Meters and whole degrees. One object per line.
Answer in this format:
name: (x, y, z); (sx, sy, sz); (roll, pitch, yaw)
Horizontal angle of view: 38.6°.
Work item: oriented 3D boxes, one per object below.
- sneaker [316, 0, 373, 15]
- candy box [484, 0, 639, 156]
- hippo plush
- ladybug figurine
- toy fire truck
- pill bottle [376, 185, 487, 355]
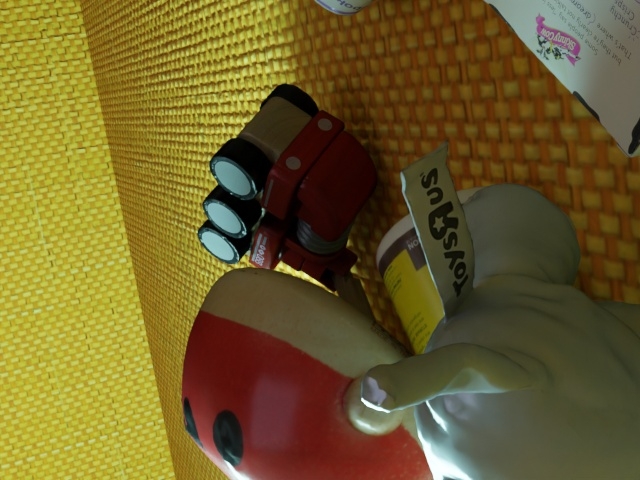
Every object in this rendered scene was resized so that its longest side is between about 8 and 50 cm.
sneaker: (-0.012, -0.325, 0.767); (0.161, 0.102, 0.282); (-33, 72, 62)
candy box: (0.171, -0.170, 0.466); (0.196, 0.070, 0.164); (101, 148, -46)
hippo plush: (0.173, 0.068, 0.435); (0.294, 0.237, 0.234); (75, -158, -44)
ladybug figurine: (-0.014, 0.170, 0.844); (0.305, 0.162, 0.449); (43, 164, 4)
toy fire truck: (0.000, 0.000, 0.943); (0.246, 0.158, 0.217); (33, 149, 6)
pill bottle: (0.130, 0.077, 0.652); (0.117, 0.117, 0.214); (113, 138, -57)
